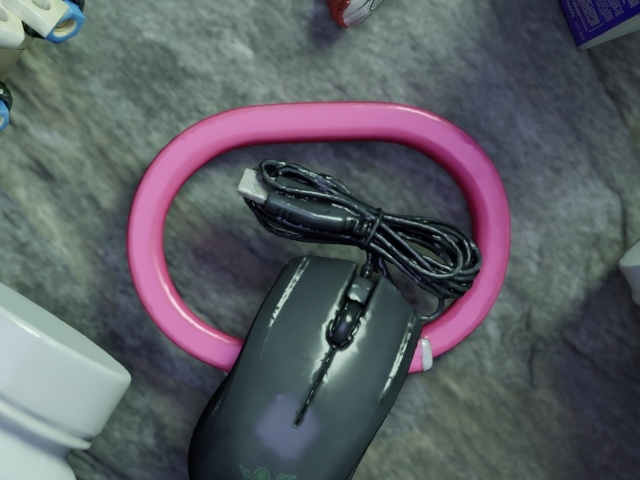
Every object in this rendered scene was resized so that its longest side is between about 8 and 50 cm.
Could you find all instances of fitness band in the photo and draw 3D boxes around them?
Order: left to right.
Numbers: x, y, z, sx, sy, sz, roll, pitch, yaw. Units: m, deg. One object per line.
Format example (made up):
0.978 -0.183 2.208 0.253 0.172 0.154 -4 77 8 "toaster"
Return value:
0.000 0.000 1.225 0.290 0.054 0.209 -2 90 -6 "fitness band"

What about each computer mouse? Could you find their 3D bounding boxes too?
-0.009 0.089 1.161 0.188 0.072 0.272 23 86 -4 "computer mouse"

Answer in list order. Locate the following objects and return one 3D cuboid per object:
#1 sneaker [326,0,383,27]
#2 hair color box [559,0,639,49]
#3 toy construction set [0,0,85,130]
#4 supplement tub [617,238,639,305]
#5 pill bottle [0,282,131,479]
0.095 -0.238 1.213 0.225 0.088 0.092 -43 125 11 "sneaker"
0.275 -0.226 1.103 0.185 0.339 0.110 -22 93 -4 "hair color box"
-0.280 -0.131 1.104 0.327 0.215 0.151 -31 74 33 "toy construction set"
0.378 0.109 1.165 0.235 0.235 0.325 -30 92 -4 "supplement tub"
-0.297 0.202 1.127 0.204 0.204 0.361 33 87 -4 "pill bottle"
